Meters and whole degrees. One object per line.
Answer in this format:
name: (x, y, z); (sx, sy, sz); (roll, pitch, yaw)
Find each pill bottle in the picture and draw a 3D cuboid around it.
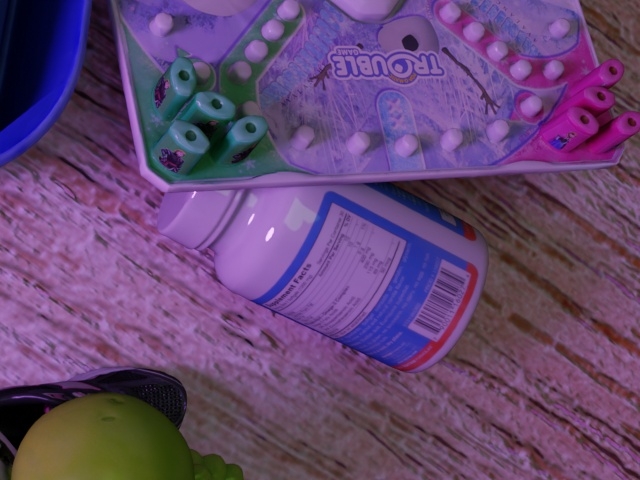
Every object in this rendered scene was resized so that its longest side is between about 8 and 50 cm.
pill bottle: (0.000, 0.000, 0.954); (0.221, 0.124, 0.124); (27, 73, -18)

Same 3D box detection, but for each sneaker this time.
sneaker: (-0.171, 0.126, 0.886); (0.178, 0.077, 0.072); (-9, 87, -25)

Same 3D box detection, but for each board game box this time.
board game box: (0.028, -0.232, 0.959); (0.390, 0.050, 0.390); (-4, 71, -27)

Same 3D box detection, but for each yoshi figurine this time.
yoshi figurine: (-0.097, 0.234, 0.814); (0.203, 0.203, 0.362); (-43, 110, -16)

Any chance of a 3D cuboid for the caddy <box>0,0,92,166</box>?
caddy: (-0.263, -0.190, 0.814); (0.241, 0.179, 0.341); (14, 74, -29)
